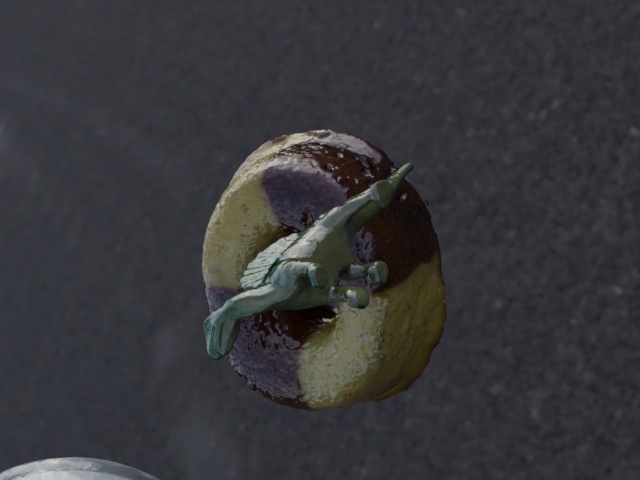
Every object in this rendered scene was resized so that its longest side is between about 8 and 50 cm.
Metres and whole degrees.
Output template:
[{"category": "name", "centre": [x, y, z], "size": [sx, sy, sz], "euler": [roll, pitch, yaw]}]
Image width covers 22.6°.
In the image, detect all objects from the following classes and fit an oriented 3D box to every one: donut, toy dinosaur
[{"category": "donut", "centre": [-0.005, 0.023, 1.031], "size": [0.073, 0.166, 0.184], "euler": [-26, -64, -62]}, {"category": "toy dinosaur", "centre": [0.000, 0.000, 0.607], "size": [0.060, 0.029, 0.119], "euler": [-8, 33, 37]}]

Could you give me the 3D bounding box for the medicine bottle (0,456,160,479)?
[{"category": "medicine bottle", "centre": [-0.099, 0.205, 0.584], "size": [0.143, 0.143, 0.258], "euler": [-54, 18, 26]}]
